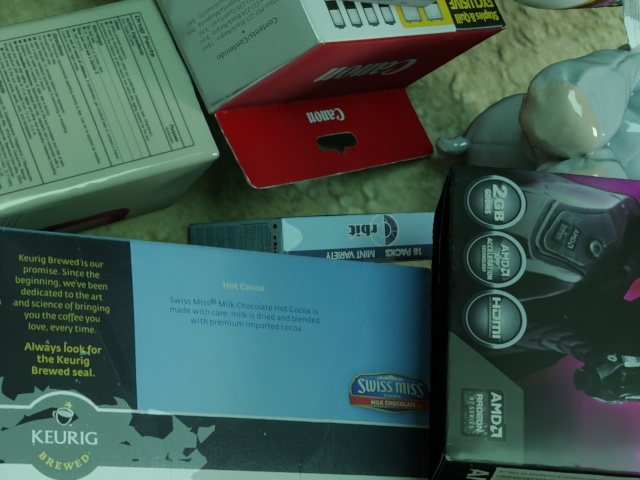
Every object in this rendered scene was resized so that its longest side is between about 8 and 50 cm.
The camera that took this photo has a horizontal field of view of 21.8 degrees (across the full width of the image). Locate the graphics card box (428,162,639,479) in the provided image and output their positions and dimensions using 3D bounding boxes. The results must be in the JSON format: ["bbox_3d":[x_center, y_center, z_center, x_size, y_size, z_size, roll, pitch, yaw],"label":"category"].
[{"bbox_3d":[0.263,0.077,1.175,0.371,0.094,0.233,5,63,-2],"label":"graphics card box"}]

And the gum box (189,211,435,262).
[{"bbox_3d":[0.000,0.000,1.352,0.157,0.184,0.041,-2,91,-26],"label":"gum box"}]

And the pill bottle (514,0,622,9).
[{"bbox_3d":[0.259,-0.299,1.550,0.278,0.162,0.162,-17,79,-59],"label":"pill bottle"}]

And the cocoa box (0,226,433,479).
[{"bbox_3d":[-0.107,0.142,1.222,0.347,0.231,0.228,6,68,-25],"label":"cocoa box"}]

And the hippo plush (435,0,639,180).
[{"bbox_3d":[0.199,-0.077,1.442,0.234,0.236,0.294,6,76,-41],"label":"hippo plush"}]

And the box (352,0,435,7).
[{"bbox_3d":[0.049,-0.260,1.306,0.126,0.072,0.137,-7,71,-55],"label":"box"}]

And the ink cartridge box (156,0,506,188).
[{"bbox_3d":[0.013,-0.203,1.401,0.309,0.130,0.272,-16,79,-55],"label":"ink cartridge box"}]

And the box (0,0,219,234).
[{"bbox_3d":[-0.224,-0.083,1.308,0.232,0.127,0.148,-16,78,-30],"label":"box"}]
